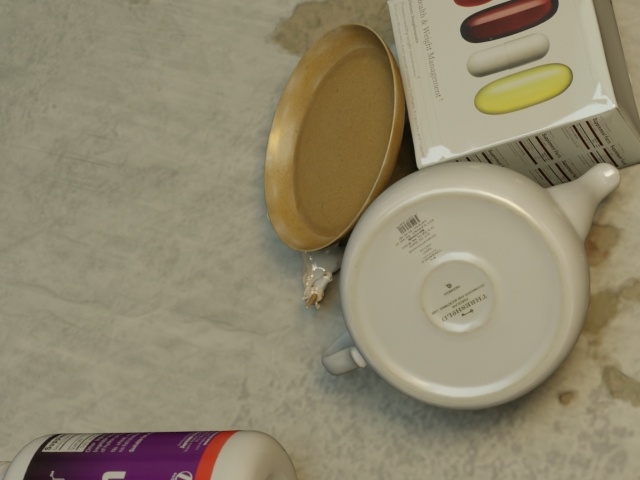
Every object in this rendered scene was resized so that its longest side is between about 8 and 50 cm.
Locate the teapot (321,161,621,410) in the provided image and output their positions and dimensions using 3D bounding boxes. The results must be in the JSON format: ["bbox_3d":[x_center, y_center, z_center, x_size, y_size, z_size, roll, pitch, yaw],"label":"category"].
[{"bbox_3d":[0.140,0.036,1.783,0.256,0.187,0.252,11,104,8],"label":"teapot"}]

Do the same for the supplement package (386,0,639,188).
[{"bbox_3d":[0.197,-0.160,1.840,0.203,0.149,0.194,-17,67,17],"label":"supplement package"}]

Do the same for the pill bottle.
[{"bbox_3d":[-0.192,0.280,1.825,0.323,0.181,0.181,-4,71,21],"label":"pill bottle"}]

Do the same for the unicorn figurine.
[{"bbox_3d":[0.000,0.000,1.921,0.111,0.060,0.162,-46,46,2],"label":"unicorn figurine"}]

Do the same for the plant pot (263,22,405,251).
[{"bbox_3d":[0.018,-0.101,1.854,0.236,0.032,0.236,-29,54,50],"label":"plant pot"}]
